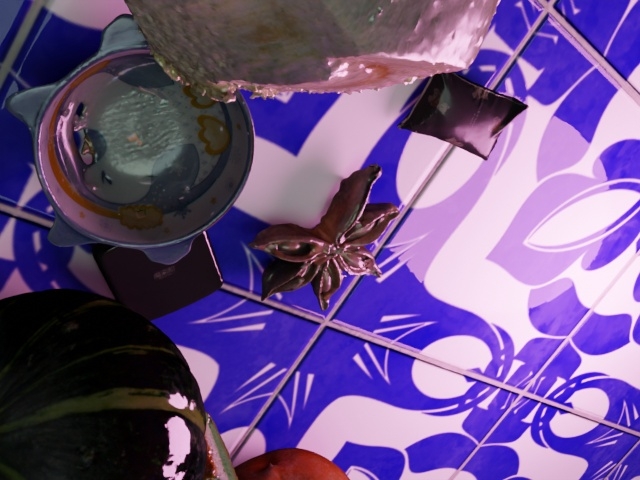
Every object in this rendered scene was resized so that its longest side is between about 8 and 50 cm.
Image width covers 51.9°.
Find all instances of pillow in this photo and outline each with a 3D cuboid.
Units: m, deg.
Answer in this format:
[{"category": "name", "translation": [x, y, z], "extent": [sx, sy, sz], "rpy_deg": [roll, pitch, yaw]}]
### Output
[{"category": "pillow", "translation": [0.176, -0.157, 0.808], "extent": [0.150, 0.048, 0.091], "rpy_deg": [14, 104, -28]}]

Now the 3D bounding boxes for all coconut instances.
[{"category": "coconut", "translation": [0.003, -0.241, 0.462], "extent": [0.297, 0.309, 0.298], "rpy_deg": [-9, 101, -49]}]

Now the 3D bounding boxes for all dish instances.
[{"category": "dish", "translation": [-0.184, -0.102, 0.637], "extent": [0.227, 0.086, 0.237], "rpy_deg": [8, 116, -29]}]

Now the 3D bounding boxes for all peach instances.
[{"category": "peach", "translation": [-0.055, 0.426, 0.949], "extent": [0.252, 0.252, 0.253], "rpy_deg": [-13, 125, -19]}]

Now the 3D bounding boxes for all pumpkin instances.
[{"category": "pumpkin", "translation": [-0.272, 0.204, 0.640], "extent": [0.323, 0.323, 0.241], "rpy_deg": [-29, 150, -8]}]

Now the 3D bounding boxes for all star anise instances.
[{"category": "star anise", "translation": [0.007, 0.010, 0.824], "extent": [0.207, 0.063, 0.172], "rpy_deg": [-33, 133, -9]}]

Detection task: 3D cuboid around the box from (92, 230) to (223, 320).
[{"category": "box", "translation": [-0.184, 0.032, 0.763], "extent": [0.126, 0.027, 0.125], "rpy_deg": [-23, 130, -14]}]

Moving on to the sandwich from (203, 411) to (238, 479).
[{"category": "sandwich", "translation": [-0.184, 0.263, 0.809], "extent": [0.109, 0.184, 0.160], "rpy_deg": [-39, 133, -9]}]
